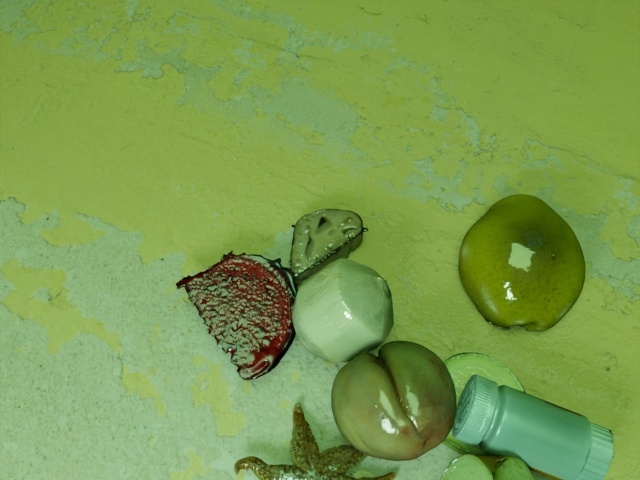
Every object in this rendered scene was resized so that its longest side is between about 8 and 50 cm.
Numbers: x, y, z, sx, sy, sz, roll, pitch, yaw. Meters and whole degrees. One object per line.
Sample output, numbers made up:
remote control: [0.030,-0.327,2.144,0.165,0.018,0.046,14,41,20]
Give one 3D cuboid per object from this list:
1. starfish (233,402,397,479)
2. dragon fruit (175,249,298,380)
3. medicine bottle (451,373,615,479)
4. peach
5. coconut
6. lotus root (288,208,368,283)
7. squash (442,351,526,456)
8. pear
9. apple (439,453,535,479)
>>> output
starfish: [-0.014,0.549,1.340,0.374,0.094,0.327,14,61,2]
dragon fruit: [-0.176,0.181,1.532,0.282,0.100,0.344,-32,69,-15]
medicine bottle: [0.475,0.433,1.314,0.318,0.158,0.158,21,64,7]
peach: [0.170,0.368,1.326,0.292,0.248,0.292,-4,33,3]
coconut: [0.071,0.170,1.444,0.247,0.245,0.245,-30,60,24]
lotus root: [0.000,0.000,1.644,0.260,0.074,0.170,-26,64,-11]
squash: [0.389,0.406,1.441,0.251,0.049,0.252,1,60,-1]
pear: [0.553,0.035,1.553,0.340,0.191,0.387,3,62,2]
apple: [0.347,0.624,1.199,0.253,0.179,0.346,4,59,17]
